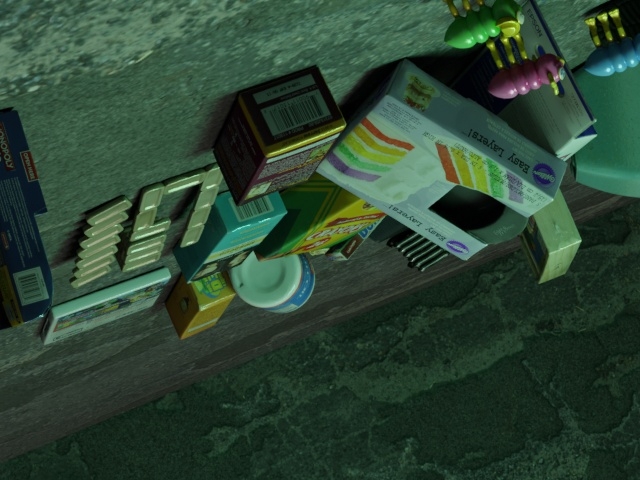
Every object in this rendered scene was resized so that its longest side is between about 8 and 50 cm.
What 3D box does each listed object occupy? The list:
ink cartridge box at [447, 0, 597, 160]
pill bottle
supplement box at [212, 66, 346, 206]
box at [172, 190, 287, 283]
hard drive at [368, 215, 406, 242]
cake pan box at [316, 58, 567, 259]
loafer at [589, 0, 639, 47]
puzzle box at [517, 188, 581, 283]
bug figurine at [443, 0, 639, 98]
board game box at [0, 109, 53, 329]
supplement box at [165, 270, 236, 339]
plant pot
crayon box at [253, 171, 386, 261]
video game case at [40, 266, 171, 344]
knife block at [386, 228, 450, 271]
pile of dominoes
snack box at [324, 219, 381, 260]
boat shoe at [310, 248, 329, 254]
[{"bbox_3d":[0.257,-0.169,1.789,0.069,0.175,0.371,-21,169,-21],"label":"ink cartridge box"},{"bbox_3d":[-0.076,0.062,2.355,0.124,0.124,0.221,-26,171,6],"label":"pill bottle"},{"bbox_3d":[-0.052,-0.119,1.588,0.104,0.080,0.188,-21,169,-20],"label":"supplement box"},{"bbox_3d":[-0.138,-0.012,2.002,0.101,0.060,0.244,-20,169,-24],"label":"box"},{"bbox_3d":[0.189,-0.074,2.377,0.172,0.054,0.255,-33,177,37],"label":"hard drive"},{"bbox_3d":[0.154,-0.095,1.764,0.070,0.267,0.246,-64,-167,-26],"label":"cake pan box"},{"bbox_3d":[0.460,-0.300,1.861,0.220,0.080,0.078,-21,169,-18],"label":"loafer"},{"bbox_3d":[0.315,-0.085,2.097,0.052,0.272,0.409,-22,169,3],"label":"puzzle box"},{"bbox_3d":[0.259,-0.234,1.488,0.216,0.072,0.279,-20,149,23],"label":"bug figurine"},{"bbox_3d":[-0.325,-0.010,1.318,0.060,0.194,0.194,-17,-178,-32],"label":"board game box"},{"bbox_3d":[-0.213,0.104,2.382,0.080,0.078,0.233,-21,170,-18],"label":"supplement box"},{"bbox_3d":[0.517,-0.189,2.156,0.252,0.247,0.248,-9,172,9],"label":"plant pot"},{"bbox_3d":[0.056,-0.077,2.068,0.318,0.081,0.202,-32,167,35],"label":"crayon box"},{"bbox_3d":[-0.355,0.108,2.223,0.201,0.023,0.183,-19,169,-22],"label":"video game case"},{"bbox_3d":[0.255,-0.058,2.569,0.275,0.088,0.242,-47,-163,-1],"label":"knife block"},{"bbox_3d":[-0.240,-0.029,1.808,0.196,0.040,0.251,-20,161,-24],"label":"pile of dominoes"},{"bbox_3d":[0.080,-0.036,2.253,0.178,0.022,0.064,-49,-165,-18],"label":"snack box"},{"bbox_3d":[0.000,0.000,2.385,0.059,0.063,0.170,-36,166,27],"label":"boat shoe"}]
